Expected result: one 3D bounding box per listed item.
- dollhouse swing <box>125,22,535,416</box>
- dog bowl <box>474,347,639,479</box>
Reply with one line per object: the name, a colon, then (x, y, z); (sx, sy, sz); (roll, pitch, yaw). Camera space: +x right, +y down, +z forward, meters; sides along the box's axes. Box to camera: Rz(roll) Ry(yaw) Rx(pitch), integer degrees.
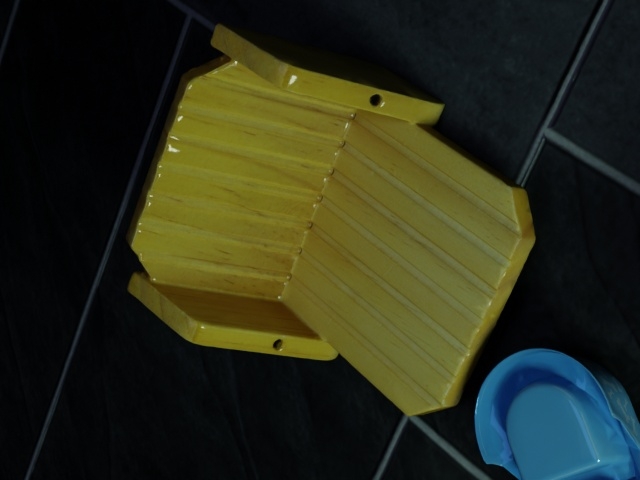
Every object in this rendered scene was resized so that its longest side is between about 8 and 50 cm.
dollhouse swing: (0.000, 0.000, 1.378); (0.305, 0.315, 0.347); (51, 125, 52)
dog bowl: (0.270, 0.253, 1.276); (0.166, 0.074, 0.297); (-31, 71, 38)
